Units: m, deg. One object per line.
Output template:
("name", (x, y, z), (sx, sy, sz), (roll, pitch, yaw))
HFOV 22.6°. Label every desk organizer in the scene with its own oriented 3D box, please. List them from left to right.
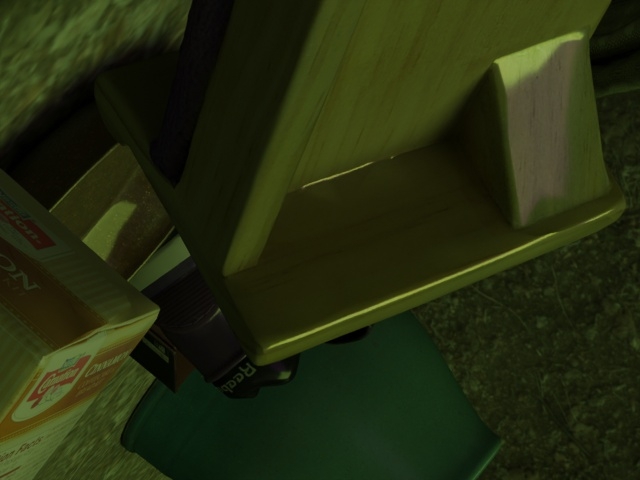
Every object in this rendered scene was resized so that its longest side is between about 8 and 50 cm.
("desk organizer", (-0.100, 0.059, 1.084), (0.050, 0.047, 0.130), (-49, 172, -16))

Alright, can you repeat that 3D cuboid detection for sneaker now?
("sneaker", (0.000, 0.000, 1.002), (0.283, 0.124, 0.107), (-39, -176, -42))

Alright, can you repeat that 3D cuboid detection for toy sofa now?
("toy sofa", (0.036, -0.135, 0.408), (0.150, 0.177, 0.362), (-22, 158, -25))

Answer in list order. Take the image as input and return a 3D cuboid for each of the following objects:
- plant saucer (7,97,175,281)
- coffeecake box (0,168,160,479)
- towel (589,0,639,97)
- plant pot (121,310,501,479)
("plant saucer", (-0.114, -0.008, 0.736), (0.198, 0.036, 0.198), (-47, 172, -8))
("coffeecake box", (-0.153, 0.043, 0.380), (0.185, 0.142, 0.068), (-51, 172, 14))
("towel", (0.169, -0.164, 0.938), (0.324, 0.056, 0.312), (-2, -152, 45))
("plant pot", (0.008, 0.166, 1.417), (0.272, 0.255, 0.272), (-47, 172, -9))
